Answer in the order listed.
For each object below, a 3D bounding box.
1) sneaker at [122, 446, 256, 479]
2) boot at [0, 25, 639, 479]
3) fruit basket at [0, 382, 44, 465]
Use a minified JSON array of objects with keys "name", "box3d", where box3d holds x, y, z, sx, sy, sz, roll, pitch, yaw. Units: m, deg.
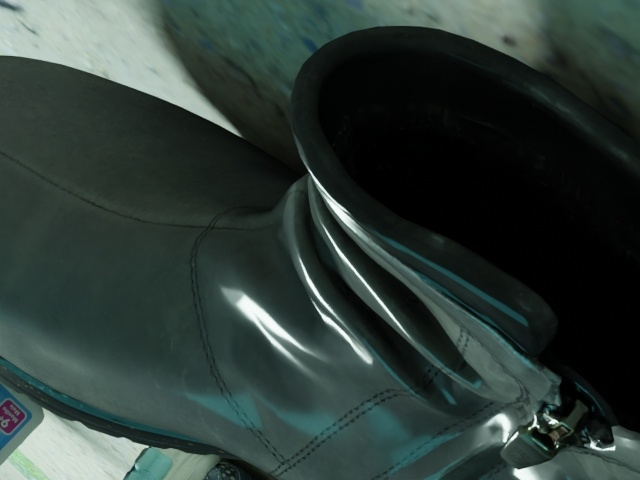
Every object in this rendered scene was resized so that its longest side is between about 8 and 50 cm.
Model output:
[{"name":"sneaker","box3d":[-0.048,0.230,1.181,0.122,0.110,0.283,30,160,25]},{"name":"boot","box3d":[0.000,0.000,0.530,0.338,0.118,0.223,27,158,10]},{"name":"fruit basket","box3d":[-0.446,0.155,1.450,0.327,0.353,0.165,45,164,-10]}]
